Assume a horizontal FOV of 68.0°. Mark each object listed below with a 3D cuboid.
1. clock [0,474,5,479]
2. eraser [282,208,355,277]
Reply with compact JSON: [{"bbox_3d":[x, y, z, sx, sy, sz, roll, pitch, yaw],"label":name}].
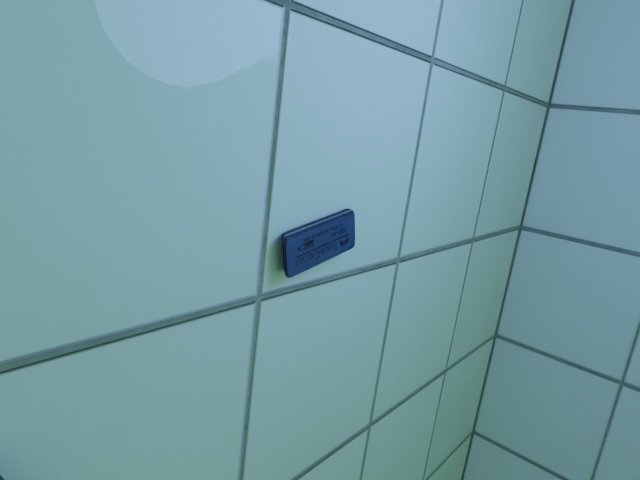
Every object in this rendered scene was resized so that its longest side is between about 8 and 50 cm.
[{"bbox_3d":[-0.398,0.380,0.478,0.262,0.116,0.231,54,49,-4],"label":"clock"},{"bbox_3d":[0.000,0.000,0.943,0.225,0.036,0.082,-23,119,-45],"label":"eraser"}]
